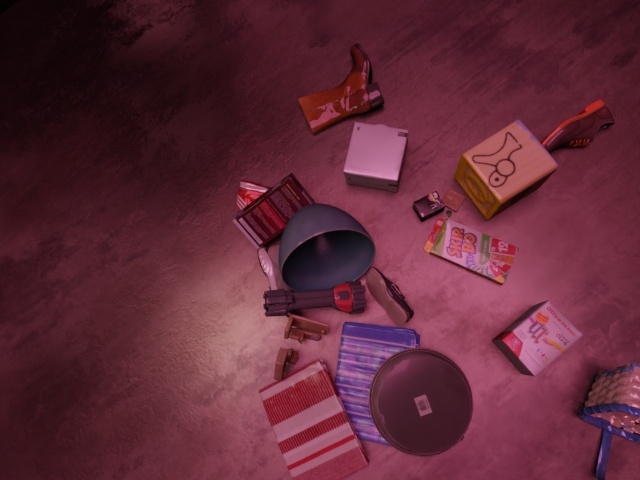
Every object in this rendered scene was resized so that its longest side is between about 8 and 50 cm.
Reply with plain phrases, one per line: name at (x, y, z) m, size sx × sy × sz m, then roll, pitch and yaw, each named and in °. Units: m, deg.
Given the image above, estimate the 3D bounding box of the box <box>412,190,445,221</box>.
box at (0.347, -0.108, 1.431) m, size 0.083 × 0.052 × 0.062 m, roll -26°, pitch 72°, yaw 3°

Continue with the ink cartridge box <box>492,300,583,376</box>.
ink cartridge box at (0.605, 0.275, 1.256) m, size 0.176 × 0.127 × 0.128 m, roll -40°, pitch 73°, yaw -3°

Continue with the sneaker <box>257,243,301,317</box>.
sneaker at (-0.113, 0.132, 1.425) m, size 0.108 × 0.100 × 0.271 m, roll -22°, pitch 74°, yaw -3°

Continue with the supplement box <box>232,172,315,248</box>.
supplement box at (-0.149, -0.095, 1.444) m, size 0.239 × 0.073 × 0.130 m, roll -34°, pitch 109°, yaw 14°

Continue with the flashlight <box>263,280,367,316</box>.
flashlight at (-0.018, 0.181, 1.343) m, size 0.304 × 0.103 × 0.103 m, roll -4°, pitch 114°, yaw -13°

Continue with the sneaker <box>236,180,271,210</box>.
sneaker at (-0.182, -0.117, 1.521) m, size 0.221 × 0.087 × 0.128 m, roll 19°, pitch 100°, yaw 10°

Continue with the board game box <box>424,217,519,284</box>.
board game box at (0.466, 0.027, 1.390) m, size 0.259 × 0.039 × 0.124 m, roll 24°, pitch 81°, yaw 17°

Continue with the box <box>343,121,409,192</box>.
box at (0.183, -0.272, 1.463) m, size 0.181 × 0.119 × 0.182 m, roll 12°, pitch 78°, yaw 12°

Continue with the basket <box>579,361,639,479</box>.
basket at (0.784, 0.469, 1.115) m, size 0.201 × 0.255 × 0.289 m, roll 24°, pitch 70°, yaw 12°

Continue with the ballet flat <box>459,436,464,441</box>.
ballet flat at (0.354, 0.498, 1.290) m, size 0.052 × 0.057 × 0.168 m, roll -35°, pitch 67°, yaw 29°

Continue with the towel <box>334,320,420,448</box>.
towel at (0.157, 0.418, 1.321) m, size 0.243 × 0.040 × 0.336 m, roll 4°, pitch 77°, yaw 21°

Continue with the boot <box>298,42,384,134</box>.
boot at (0.057, -0.538, 1.584) m, size 0.280 × 0.096 × 0.264 m, roll -19°, pitch 82°, yaw 12°

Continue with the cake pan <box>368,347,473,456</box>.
cake pan at (0.282, 0.447, 1.233) m, size 0.293 × 0.054 × 0.293 m, roll 0°, pitch 79°, yaw 1°

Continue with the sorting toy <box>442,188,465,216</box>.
sorting toy at (0.421, -0.120, 1.442) m, size 0.062 × 0.012 × 0.083 m, roll 31°, pitch 80°, yaw 10°

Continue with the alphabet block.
alphabet block at (0.550, -0.208, 1.350) m, size 0.197 × 0.193 × 0.192 m, roll -32°, pitch 72°, yaw 1°

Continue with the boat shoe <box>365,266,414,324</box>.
boat shoe at (0.215, 0.166, 1.393) m, size 0.065 × 0.075 × 0.206 m, roll -15°, pitch 61°, yaw -40°

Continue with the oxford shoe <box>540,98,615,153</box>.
oxford shoe at (0.795, -0.331, 1.393) m, size 0.271 × 0.097 × 0.098 m, roll -34°, pitch 79°, yaw 0°

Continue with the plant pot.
plant pot at (0.000, 0.000, 1.367) m, size 0.290 × 0.290 × 0.195 m, roll -23°, pitch 50°, yaw 3°

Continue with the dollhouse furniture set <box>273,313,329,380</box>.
dollhouse furniture set at (-0.057, 0.335, 1.342) m, size 0.123 × 0.144 × 0.151 m, roll 14°, pitch 48°, yaw 4°

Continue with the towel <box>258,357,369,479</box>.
towel at (-0.027, 0.549, 1.322) m, size 0.237 × 0.037 × 0.329 m, roll -31°, pitch 69°, yaw 11°
